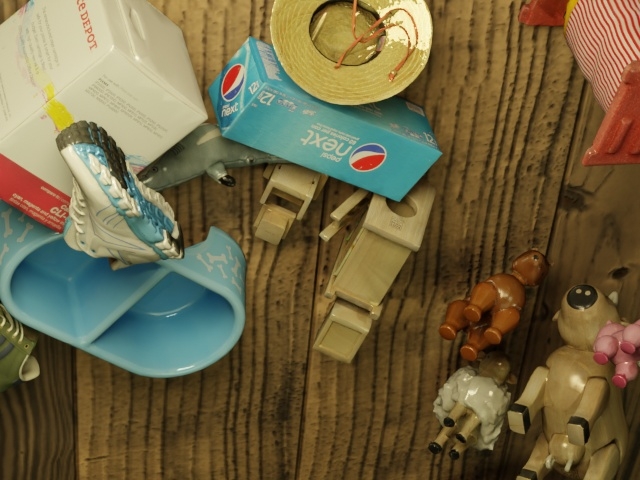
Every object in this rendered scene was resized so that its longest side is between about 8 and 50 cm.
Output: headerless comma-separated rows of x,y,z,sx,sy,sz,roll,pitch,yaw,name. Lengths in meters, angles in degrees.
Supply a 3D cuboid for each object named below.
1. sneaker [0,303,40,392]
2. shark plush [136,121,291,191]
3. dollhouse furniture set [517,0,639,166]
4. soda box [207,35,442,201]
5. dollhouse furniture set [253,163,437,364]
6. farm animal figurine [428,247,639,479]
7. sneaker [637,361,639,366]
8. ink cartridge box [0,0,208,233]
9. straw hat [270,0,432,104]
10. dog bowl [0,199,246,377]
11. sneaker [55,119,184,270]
-0.314,0.082,1.856,0.086,0.064,0.192,-11,142,-10,sneaker
-0.097,-0.068,1.771,0.161,0.067,0.073,7,132,-25,shark plush
0.317,-0.261,1.619,0.152,0.201,0.374,0,135,-20,dollhouse furniture set
0.005,-0.109,1.765,0.210,0.067,0.071,19,126,-34,soda box
0.000,0.000,1.887,0.161,0.101,0.182,25,132,-5,dollhouse furniture set
0.294,0.143,2.017,0.330,0.172,0.326,25,137,16,farm animal figurine
0.422,0.101,2.143,0.152,0.053,0.061,-17,135,-1,sneaker
-0.207,-0.122,1.630,0.176,0.128,0.127,-36,136,19,ink cartridge box
0.021,-0.180,1.697,0.145,0.144,0.061,-7,179,-13,straw hat
-0.190,0.039,1.846,0.166,0.074,0.297,-41,134,22,dog bowl
-0.183,-0.025,1.596,0.083,0.071,0.190,-21,143,9,sneaker
